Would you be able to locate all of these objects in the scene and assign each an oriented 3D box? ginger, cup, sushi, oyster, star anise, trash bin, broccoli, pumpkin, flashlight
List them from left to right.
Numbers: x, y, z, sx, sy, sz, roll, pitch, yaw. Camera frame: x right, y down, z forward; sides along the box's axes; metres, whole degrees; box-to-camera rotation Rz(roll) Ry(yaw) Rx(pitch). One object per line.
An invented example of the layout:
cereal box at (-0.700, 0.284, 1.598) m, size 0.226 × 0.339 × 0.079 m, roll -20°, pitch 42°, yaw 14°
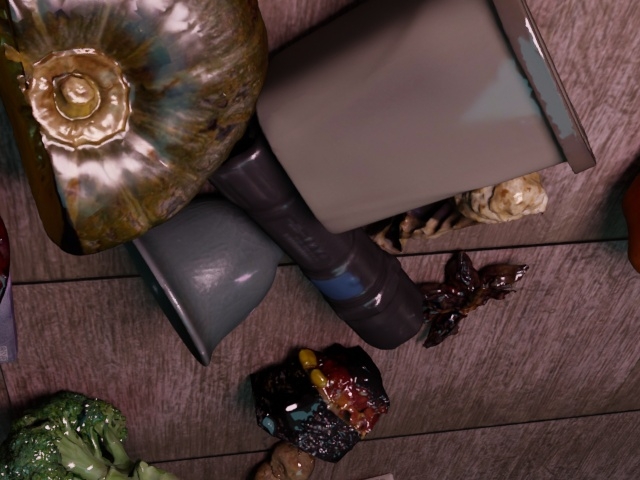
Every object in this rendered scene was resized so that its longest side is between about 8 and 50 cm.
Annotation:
broccoli at (-0.335, 0.345, 1.211) m, size 0.270 × 0.270 × 0.270 m, roll 6°, pitch 142°, yaw 15°
pumpkin at (-0.169, -0.165, 0.737) m, size 0.232 × 0.242 × 0.324 m, roll -21°, pitch 132°, yaw -27°
cup at (-0.123, 0.022, 0.989) m, size 0.150 × 0.199 × 0.199 m, roll -32°, pitch 142°, yaw -15°
ginger at (-0.073, 0.419, 1.513) m, size 0.104 × 0.080 × 0.204 m, roll -24°, pitch 153°, yaw -42°
flashlight at (0.000, 0.000, 0.963) m, size 0.103 × 0.103 × 0.424 m, roll -26°, pitch 140°, yaw 15°
sushi at (0.014, 0.228, 1.271) m, size 0.172 × 0.153 × 0.150 m, roll 42°, pitch 99°, yaw -20°
trash bin at (0.092, -0.137, 0.806) m, size 0.250 × 0.219 × 0.219 m, roll -22°, pitch 117°, yaw 21°
oyster at (0.141, -0.050, 0.978) m, size 0.094 × 0.166 × 0.294 m, roll 44°, pitch 141°, yaw -14°
star anise at (0.189, 0.074, 1.208) m, size 0.212 × 0.053 × 0.157 m, roll -34°, pitch 137°, yaw 25°

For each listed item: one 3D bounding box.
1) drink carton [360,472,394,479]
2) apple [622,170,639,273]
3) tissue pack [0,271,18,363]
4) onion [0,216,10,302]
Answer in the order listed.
drink carton at (0.003, 0.583, 1.632) m, size 0.325 × 0.194 × 0.132 m, roll -11°, pitch 141°, yaw -4°
apple at (0.487, -0.037, 1.042) m, size 0.234 × 0.234 × 0.234 m, roll -8°, pitch 139°, yaw -7°
tissue pack at (-0.435, 0.095, 1.060) m, size 0.112 × 0.051 × 0.156 m, roll -1°, pitch 139°, yaw -16°
onion at (-0.431, 0.012, 0.898) m, size 0.198 × 0.135 × 0.173 m, roll 24°, pitch 92°, yaw -33°
